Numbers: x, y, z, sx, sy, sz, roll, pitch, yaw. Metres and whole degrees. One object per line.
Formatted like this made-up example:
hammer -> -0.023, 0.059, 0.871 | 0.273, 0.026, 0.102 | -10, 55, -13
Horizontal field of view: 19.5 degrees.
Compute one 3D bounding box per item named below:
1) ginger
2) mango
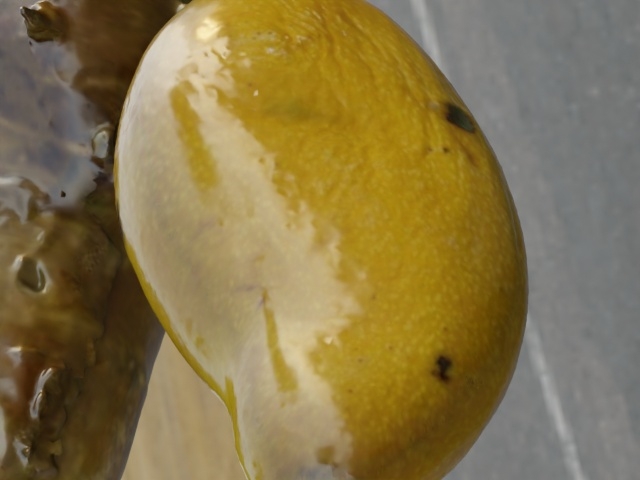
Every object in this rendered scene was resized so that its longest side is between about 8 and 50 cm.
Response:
ginger -> -0.158, -0.010, 0.981 | 0.254, 0.176, 0.418 | 85, -158, -58
mango -> -0.001, 0.002, 0.752 | 0.109, 0.157, 0.262 | 99, 162, -55
